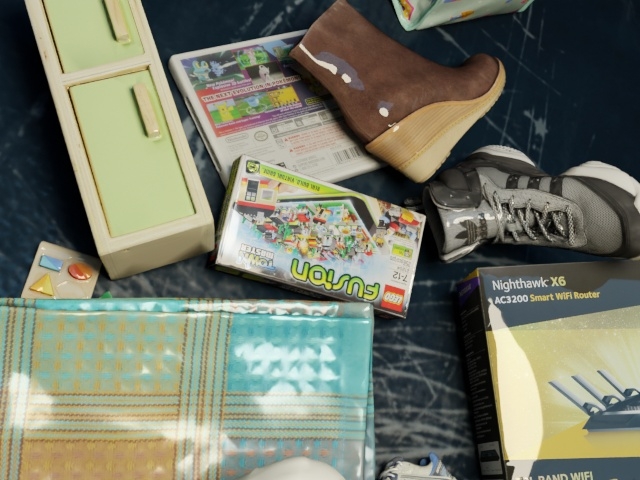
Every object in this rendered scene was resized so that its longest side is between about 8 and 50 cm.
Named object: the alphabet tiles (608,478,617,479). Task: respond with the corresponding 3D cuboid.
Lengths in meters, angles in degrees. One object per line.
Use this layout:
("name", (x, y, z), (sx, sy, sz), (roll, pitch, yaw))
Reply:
("alphabet tiles", (0.270, 0.361, 0.654), (0.011, 0.342, 0.285), (-12, 58, 15))

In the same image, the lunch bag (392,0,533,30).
("lunch bag", (0.216, -0.392, 0.974), (0.223, 0.262, 0.160), (-19, 77, -30))

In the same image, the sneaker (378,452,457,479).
("sneaker", (0.068, 0.237, 0.755), (0.135, 0.052, 0.058), (-10, 62, -36))

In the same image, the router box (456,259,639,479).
("router box", (0.310, 0.145, 0.826), (0.309, 0.081, 0.243), (-3, 73, -8))

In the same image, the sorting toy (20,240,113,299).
("sorting toy", (-0.218, 0.038, 0.723), (0.083, 0.012, 0.062), (19, 61, -16))

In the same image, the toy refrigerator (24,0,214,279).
("toy refrigerator", (-0.185, -0.112, 0.743), (0.102, 0.094, 0.269), (-17, 75, -12))

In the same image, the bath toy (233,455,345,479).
("bath toy", (-0.034, 0.325, 0.559), (0.129, 0.151, 0.348), (-5, 94, 13))

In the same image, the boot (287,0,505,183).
("boot", (0.096, -0.202, 0.915), (0.207, 0.090, 0.248), (46, 51, -8))

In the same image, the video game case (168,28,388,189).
("video game case", (-0.040, -0.139, 0.882), (0.201, 0.023, 0.183), (-20, 77, -30))

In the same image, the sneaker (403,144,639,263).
("sneaker", (0.204, -0.020, 0.832), (0.153, 0.268, 0.101), (-24, 118, -25))

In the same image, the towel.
("towel", (-0.129, 0.178, 0.624), (0.370, 0.040, 0.271), (3, 82, -16))

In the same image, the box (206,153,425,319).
("box", (0.000, 0.000, 0.812), (0.207, 0.036, 0.114), (17, 76, -19))
